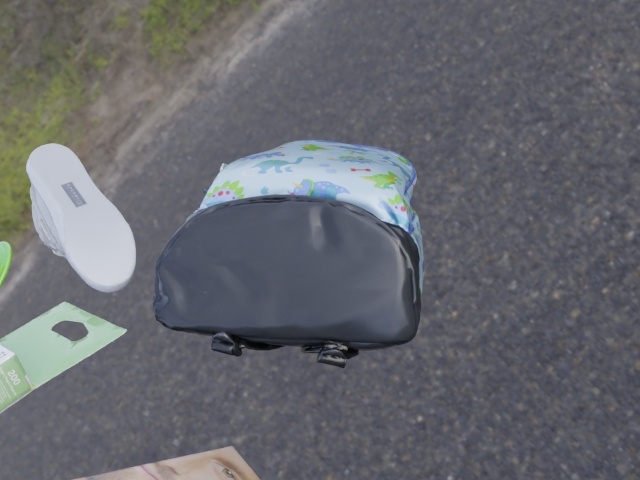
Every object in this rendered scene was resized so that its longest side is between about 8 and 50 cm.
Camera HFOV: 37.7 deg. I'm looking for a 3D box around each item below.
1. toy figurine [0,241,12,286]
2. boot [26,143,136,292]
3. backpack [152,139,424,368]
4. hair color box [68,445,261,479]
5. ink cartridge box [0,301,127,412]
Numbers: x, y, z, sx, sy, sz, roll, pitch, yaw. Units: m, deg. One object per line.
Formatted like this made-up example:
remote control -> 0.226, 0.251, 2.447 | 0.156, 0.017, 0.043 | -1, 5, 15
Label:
toy figurine -> -0.525, 0.039, 1.237 | 0.173, 0.159, 0.130 | -53, 34, 2
boot -> -0.332, -0.008, 1.304 | 0.258, 0.095, 0.123 | 57, 150, 28
backpack -> 0.000, 0.000, 1.107 | 0.290, 0.355, 0.273 | 3, 87, 15
hair color box -> -0.197, 0.361, 1.095 | 0.185, 0.338, 0.110 | 42, 116, 35
ink cartridge box -> -0.352, 0.124, 1.015 | 0.235, 0.056, 0.171 | -36, 30, -29
